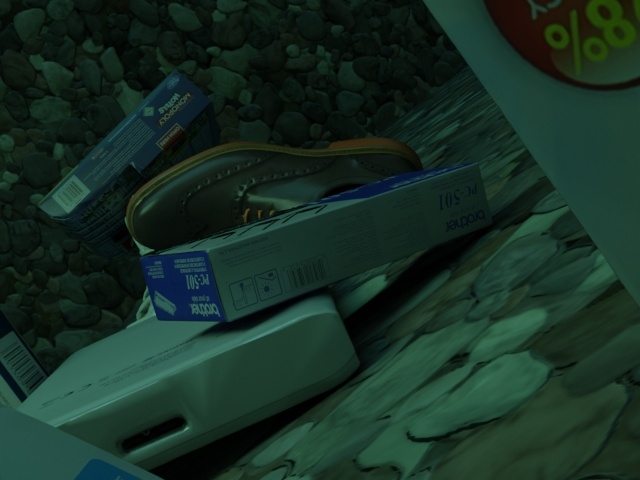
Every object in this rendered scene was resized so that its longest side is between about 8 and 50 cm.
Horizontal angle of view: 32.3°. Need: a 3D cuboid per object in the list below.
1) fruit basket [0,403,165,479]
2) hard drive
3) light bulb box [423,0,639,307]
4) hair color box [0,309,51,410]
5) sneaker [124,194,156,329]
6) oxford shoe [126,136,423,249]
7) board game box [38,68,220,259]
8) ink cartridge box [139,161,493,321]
[{"bbox_3d":[-0.199,0.082,0.304,0.353,0.327,0.165,-57,-10,-70],"label":"fruit basket"},{"bbox_3d":[-0.098,0.085,0.759,0.233,0.047,0.353,-24,5,0],"label":"hard drive"},{"bbox_3d":[0.156,-0.213,0.256,0.225,0.361,0.358,-41,7,-34],"label":"light bulb box"},{"bbox_3d":[-0.366,0.210,0.877,0.347,0.174,0.105,-35,4,2],"label":"hair color box"},{"bbox_3d":[-0.152,0.041,1.058,0.108,0.169,0.292,-30,8,32],"label":"sneaker"},{"bbox_3d":[-0.039,-0.031,0.969,0.271,0.097,0.098,-11,27,1],"label":"oxford shoe"},{"bbox_3d":[-0.175,-0.057,1.170,0.194,0.060,0.194,-46,-20,-5],"label":"board game box"},{"bbox_3d":[0.000,0.000,0.705,0.207,0.046,0.097,-19,7,-32],"label":"ink cartridge box"}]
